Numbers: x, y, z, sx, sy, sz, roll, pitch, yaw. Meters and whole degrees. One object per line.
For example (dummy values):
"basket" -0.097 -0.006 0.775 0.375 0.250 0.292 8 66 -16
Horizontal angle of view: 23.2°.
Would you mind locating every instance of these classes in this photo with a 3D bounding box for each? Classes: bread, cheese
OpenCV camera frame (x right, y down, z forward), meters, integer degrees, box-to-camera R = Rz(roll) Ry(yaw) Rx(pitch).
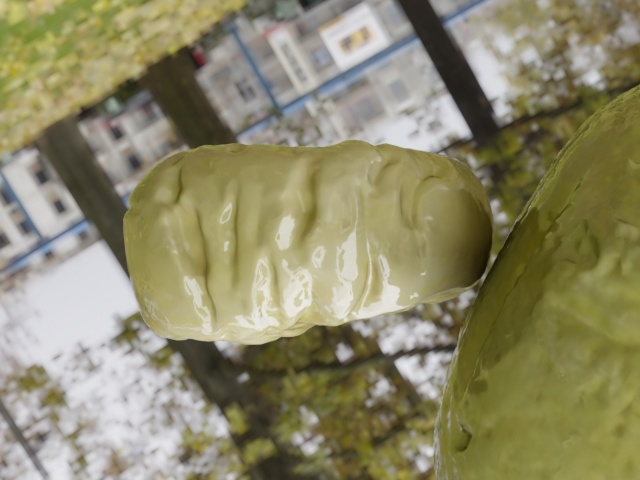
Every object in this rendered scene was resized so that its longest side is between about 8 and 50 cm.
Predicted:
"bread" 0.196 0.064 0.902 0.320 0.237 0.320 -49 160 -26
"cheese" 0.000 0.000 0.957 0.214 0.117 0.226 -8 175 28
